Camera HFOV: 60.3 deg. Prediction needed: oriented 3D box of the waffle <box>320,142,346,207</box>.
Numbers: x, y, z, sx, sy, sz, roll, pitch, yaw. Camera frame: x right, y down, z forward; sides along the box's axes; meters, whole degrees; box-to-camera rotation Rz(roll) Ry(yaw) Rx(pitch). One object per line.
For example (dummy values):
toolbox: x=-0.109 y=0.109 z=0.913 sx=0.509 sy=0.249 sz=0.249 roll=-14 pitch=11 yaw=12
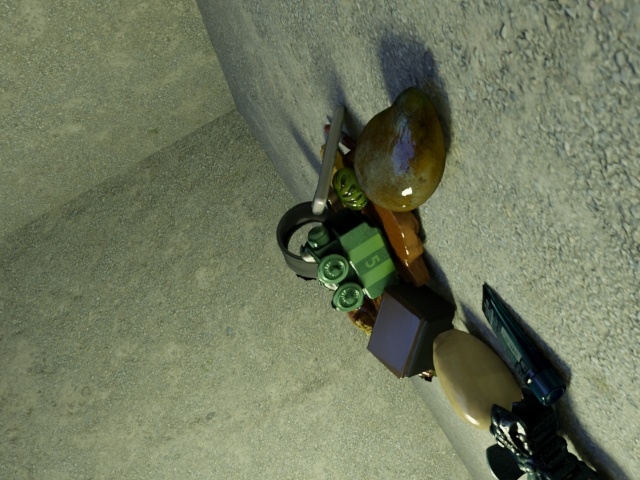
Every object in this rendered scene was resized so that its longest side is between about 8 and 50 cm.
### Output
waffle: x=0.078 y=-0.204 z=1.901 sx=0.221 sy=0.055 sz=0.248 roll=58 pitch=175 yaw=12

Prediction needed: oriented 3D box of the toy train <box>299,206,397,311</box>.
toy train: x=0.088 y=0.061 z=1.607 sx=0.299 sy=0.238 sz=0.167 roll=60 pitch=175 yaw=-34

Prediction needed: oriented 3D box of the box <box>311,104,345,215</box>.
box: x=0.022 y=-0.218 z=1.511 sx=0.142 sy=0.044 sz=0.285 roll=105 pitch=178 yaw=-77

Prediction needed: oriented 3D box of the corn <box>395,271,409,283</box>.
corn: x=0.185 y=0.107 z=1.819 sx=0.280 sy=0.092 sz=0.092 roll=0 pitch=130 yaw=38

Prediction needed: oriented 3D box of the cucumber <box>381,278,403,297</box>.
cucumber: x=0.243 y=0.217 z=1.753 sx=0.062 sy=0.078 sz=0.211 roll=-80 pitch=-23 yaw=-50

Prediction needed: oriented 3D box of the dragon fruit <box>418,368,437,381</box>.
dragon fruit: x=0.359 y=0.361 z=1.791 sx=0.182 sy=0.188 sz=0.182 roll=30 pitch=-143 yaw=-26

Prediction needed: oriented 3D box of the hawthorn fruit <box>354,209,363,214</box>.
hawthorn fruit: x=0.130 y=-0.027 z=1.851 sx=0.169 sy=0.169 sz=0.188 roll=61 pitch=-150 yaw=-18

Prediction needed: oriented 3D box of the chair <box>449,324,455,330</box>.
chair: x=0.394 y=0.268 z=1.705 sx=0.042 sy=0.037 sz=0.086 roll=50 pitch=-177 yaw=-30

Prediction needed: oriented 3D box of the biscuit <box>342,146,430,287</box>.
biscuit: x=0.184 y=-0.075 z=1.570 sx=0.350 sy=0.078 sz=0.455 roll=50 pitch=170 yaw=42

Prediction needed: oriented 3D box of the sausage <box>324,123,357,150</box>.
sausage: x=0.058 y=-0.312 z=1.653 sx=0.029 sy=0.029 sz=0.223 roll=63 pitch=173 yaw=-34

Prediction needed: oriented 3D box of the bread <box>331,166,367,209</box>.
bread: x=0.076 y=-0.142 z=1.518 sx=0.130 sy=0.071 sz=0.139 roll=57 pitch=176 yaw=-24

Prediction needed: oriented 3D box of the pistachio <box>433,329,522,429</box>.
pistachio: x=0.417 y=0.373 z=1.471 sx=0.299 sy=0.187 sz=0.187 roll=62 pitch=176 yaw=31

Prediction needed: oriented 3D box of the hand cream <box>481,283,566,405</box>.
hand cream: x=0.421 y=0.223 z=1.194 sx=0.270 sy=0.061 sz=0.120 roll=61 pitch=175 yaw=39

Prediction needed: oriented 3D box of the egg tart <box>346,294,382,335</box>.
egg tart: x=0.219 y=0.179 z=1.969 sx=0.351 sy=0.153 sz=0.339 roll=9 pitch=101 yaw=51

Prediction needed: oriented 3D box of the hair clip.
hair clip: x=0.506 y=0.482 z=1.254 sx=0.310 sy=0.194 sz=0.206 roll=60 pitch=162 yaw=8

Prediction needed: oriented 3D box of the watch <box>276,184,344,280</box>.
watch: x=0.000 y=0.000 z=2.234 sx=0.335 sy=0.327 sz=0.314 roll=55 pitch=173 yaw=29

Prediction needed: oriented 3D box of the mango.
mango: x=0.158 y=-0.167 z=1.060 sx=0.193 sy=0.146 sz=0.316 roll=56 pitch=160 yaw=16

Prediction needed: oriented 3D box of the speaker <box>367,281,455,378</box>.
speaker: x=0.265 y=0.259 z=1.633 sx=0.192 sy=0.153 sz=0.231 roll=41 pitch=128 yaw=43
